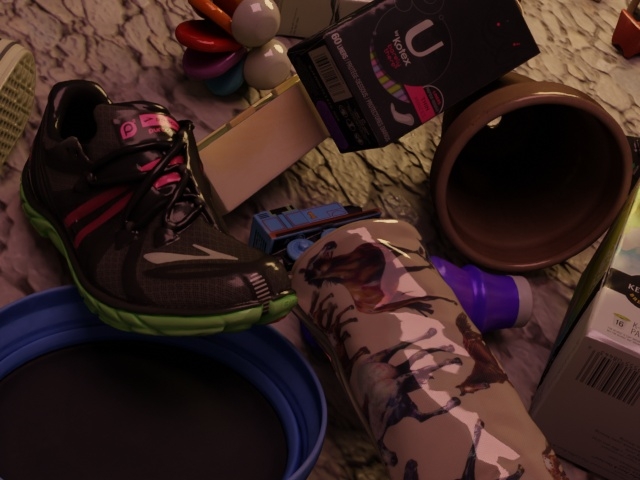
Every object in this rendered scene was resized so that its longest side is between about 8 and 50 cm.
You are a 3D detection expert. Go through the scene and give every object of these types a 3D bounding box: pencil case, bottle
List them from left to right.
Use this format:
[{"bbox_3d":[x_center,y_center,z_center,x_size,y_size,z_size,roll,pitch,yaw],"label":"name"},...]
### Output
[{"bbox_3d":[0.120,0.076,1.495,0.282,0.118,0.092,0,33,-17],"label":"bottle"},{"bbox_3d":[0.106,0.170,1.268,0.183,0.160,0.410,-18,63,-22],"label":"pencil case"}]

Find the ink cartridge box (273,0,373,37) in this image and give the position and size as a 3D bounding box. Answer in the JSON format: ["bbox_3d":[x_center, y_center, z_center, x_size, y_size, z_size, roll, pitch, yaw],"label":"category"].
[{"bbox_3d":[0.025,-0.391,1.920,0.208,0.087,0.153,3,47,-14],"label":"ink cartridge box"}]

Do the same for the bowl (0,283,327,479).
[{"bbox_3d":[-0.192,0.181,1.268,0.391,0.077,0.391,9,31,-5],"label":"bowl"}]

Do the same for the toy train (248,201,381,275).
[{"bbox_3d":[0.000,0.000,1.559,0.184,0.080,0.105,-15,49,-28],"label":"toy train"}]

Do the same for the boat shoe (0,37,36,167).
[{"bbox_3d":[-0.489,-0.087,1.419,0.156,0.187,0.500,14,41,2],"label":"boat shoe"}]

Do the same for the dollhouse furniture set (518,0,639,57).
[{"bbox_3d":[0.455,-0.459,2.073,0.374,0.152,0.201,29,46,9],"label":"dollhouse furniture set"}]

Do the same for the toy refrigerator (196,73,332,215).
[{"bbox_3d":[-0.088,-0.129,1.608,0.269,0.102,0.094,-40,105,-40],"label":"toy refrigerator"}]

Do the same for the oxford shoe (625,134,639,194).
[{"bbox_3d":[0.435,-0.109,1.792,0.227,0.096,0.083,27,67,-21],"label":"oxford shoe"}]

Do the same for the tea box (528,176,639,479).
[{"bbox_3d":[0.467,0.140,1.477,0.329,0.220,0.323,25,45,6],"label":"tea box"}]

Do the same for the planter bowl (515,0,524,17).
[{"bbox_3d":[0.225,-0.330,1.911,0.162,0.109,0.162,9,46,-9],"label":"planter bowl"}]

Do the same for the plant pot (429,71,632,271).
[{"bbox_3d":[0.263,-0.126,1.661,0.263,0.263,0.229,6,30,-12],"label":"plant pot"}]

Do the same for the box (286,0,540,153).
[{"bbox_3d":[0.122,-0.248,1.598,0.270,0.143,0.165,-33,102,-18],"label":"box"}]

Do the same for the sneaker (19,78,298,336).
[{"bbox_3d":[-0.204,-0.044,1.363,0.185,0.202,0.483,-13,34,-39],"label":"sneaker"}]

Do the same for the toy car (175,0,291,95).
[{"bbox_3d":[-0.137,-0.282,1.718,0.136,0.182,0.159,-35,47,-20],"label":"toy car"}]
